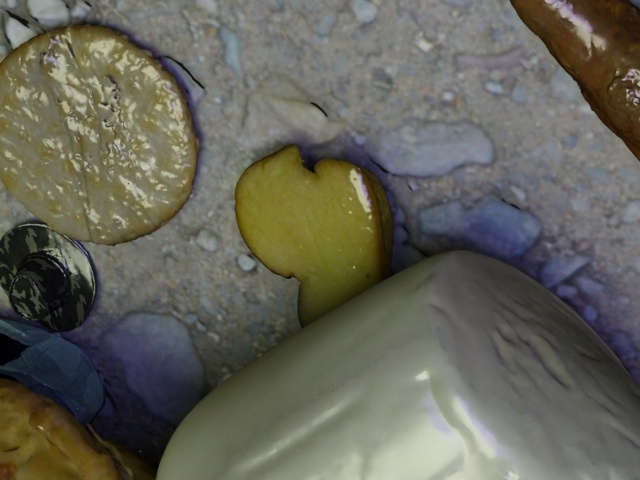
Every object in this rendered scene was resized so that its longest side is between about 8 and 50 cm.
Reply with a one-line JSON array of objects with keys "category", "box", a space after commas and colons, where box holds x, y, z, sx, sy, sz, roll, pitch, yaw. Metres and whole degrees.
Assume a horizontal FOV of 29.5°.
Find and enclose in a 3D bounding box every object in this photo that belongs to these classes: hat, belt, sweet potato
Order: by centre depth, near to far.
[{"category": "sweet potato", "box": [0.272, -0.094, 0.915, 0.354, 0.095, 0.106, 33, 124, 2]}, {"category": "hat", "box": [-0.277, 0.044, 1.185, 0.121, 0.050, 0.121, 7, 118, 13]}, {"category": "belt", "box": [-0.315, 0.153, 1.232, 0.198, 0.078, 0.151, 6, 124, 14]}]

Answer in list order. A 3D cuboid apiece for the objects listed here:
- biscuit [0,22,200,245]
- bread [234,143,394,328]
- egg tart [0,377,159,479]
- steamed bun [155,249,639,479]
[{"category": "biscuit", "box": [-0.212, -0.093, 1.109, 0.220, 0.033, 0.220, 8, 118, 15]}, {"category": "bread", "box": [0.000, 0.000, 1.073, 0.149, 0.065, 0.188, 8, 120, 27]}, {"category": "egg tart", "box": [-0.233, 0.326, 1.125, 0.443, 0.178, 0.443, 14, 111, 40]}, {"category": "steamed bun", "box": [0.129, 0.232, 1.012, 0.371, 0.290, 0.456, -33, 106, 23]}]
